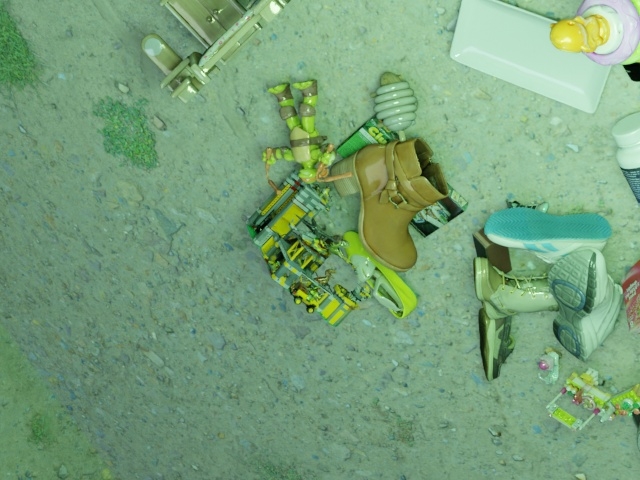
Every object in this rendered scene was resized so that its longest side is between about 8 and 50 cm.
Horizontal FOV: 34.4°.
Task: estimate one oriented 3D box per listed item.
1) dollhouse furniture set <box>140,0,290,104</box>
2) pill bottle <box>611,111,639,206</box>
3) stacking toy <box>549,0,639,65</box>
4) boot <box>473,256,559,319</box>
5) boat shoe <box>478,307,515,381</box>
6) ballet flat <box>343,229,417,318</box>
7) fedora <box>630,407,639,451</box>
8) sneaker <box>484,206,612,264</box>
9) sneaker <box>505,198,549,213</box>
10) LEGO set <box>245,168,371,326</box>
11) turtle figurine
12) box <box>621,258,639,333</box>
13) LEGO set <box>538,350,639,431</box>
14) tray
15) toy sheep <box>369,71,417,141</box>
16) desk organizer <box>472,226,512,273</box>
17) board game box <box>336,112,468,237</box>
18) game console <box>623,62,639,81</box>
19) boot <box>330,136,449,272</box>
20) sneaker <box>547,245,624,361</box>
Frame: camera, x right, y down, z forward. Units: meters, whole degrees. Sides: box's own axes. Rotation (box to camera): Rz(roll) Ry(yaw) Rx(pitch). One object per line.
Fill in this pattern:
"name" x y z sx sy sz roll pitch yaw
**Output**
"dollhouse furniture set" -0.220 -0.381 1.835 0.303 0.355 0.174 -43 101 11
"pill bottle" 0.551 -0.126 1.724 0.094 0.094 0.169 -12 120 43
"stacking toy" 0.426 -0.308 1.460 0.175 0.301 0.166 44 139 28
"boot" 0.389 0.087 2.011 0.165 0.077 0.213 -6 150 20
"boat shoe" 0.379 0.222 2.202 0.073 0.080 0.224 -10 136 2
"ballet flat" 0.123 0.079 2.252 0.231 0.077 0.077 48 141 -12
"fedora" 0.747 0.404 2.068 0.275 0.124 0.244 26 140 13
"sneaker" 0.413 -0.001 1.907 0.228 0.087 0.092 6 139 0
"sneaker" 0.381 -0.059 1.958 0.069 0.038 0.098 41 140 -5
"LEGO set" 0.000 0.000 2.143 0.255 0.331 0.192 39 102 -22
"turtle figurine" -0.025 -0.204 2.039 0.269 0.087 0.217 4 106 53
"box" 0.645 0.059 1.782 0.128 0.123 0.257 13 142 -13
"LEGO set" 0.558 0.325 2.090 0.287 0.107 0.132 12 129 49
"tray" 0.355 -0.321 1.732 0.270 0.030 0.145 24 140 15
"toy sheep" 0.138 -0.248 1.916 0.091 0.091 0.132 -14 94 43
"desk organizer" 0.343 0.024 2.057 0.047 0.050 0.130 52 170 37
"board game box" 0.161 -0.126 2.065 0.259 0.030 0.136 44 142 -8
"game console" 0.539 -0.306 1.625 0.122 0.071 0.107 3 159 36
"boot" 0.170 -0.071 2.024 0.220 0.109 0.283 -15 110 42
"sneaker" 0.505 0.101 1.940 0.111 0.129 0.297 45 162 34
